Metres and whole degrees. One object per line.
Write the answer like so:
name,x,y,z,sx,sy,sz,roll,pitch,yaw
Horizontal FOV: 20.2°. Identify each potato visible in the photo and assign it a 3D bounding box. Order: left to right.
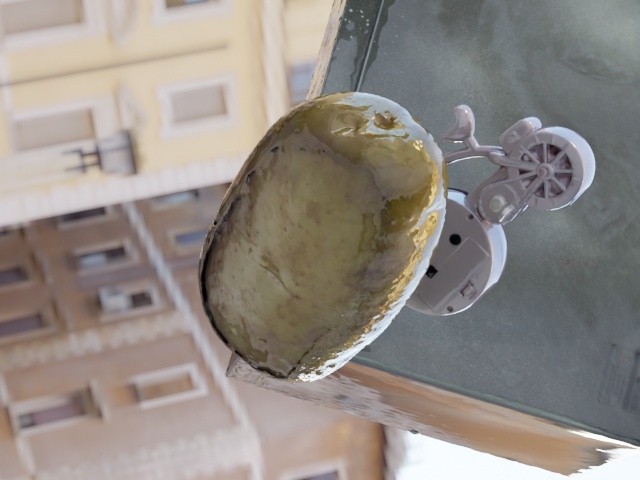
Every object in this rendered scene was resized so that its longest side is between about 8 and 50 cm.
potato,0.000,0.000,0.878,0.107,0.080,0.170,37,-48,12

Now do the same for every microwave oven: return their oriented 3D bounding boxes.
microwave oven,0.144,-0.066,1.417,0.236,0.374,0.432,119,-12,-76

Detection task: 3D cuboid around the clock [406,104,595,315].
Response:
clock,0.079,-0.021,0.925,0.129,0.041,0.087,-40,-97,25
